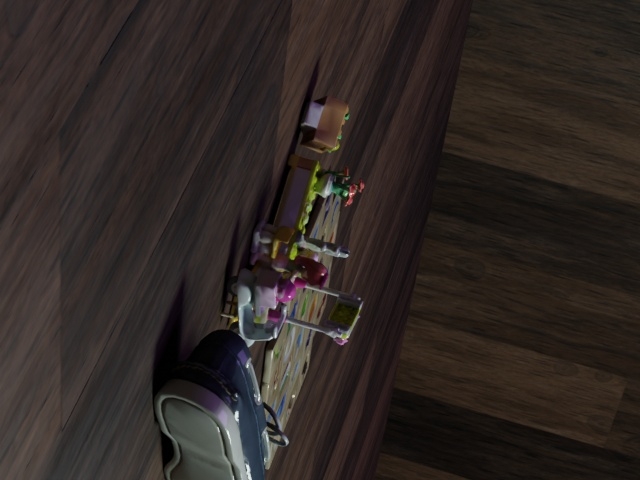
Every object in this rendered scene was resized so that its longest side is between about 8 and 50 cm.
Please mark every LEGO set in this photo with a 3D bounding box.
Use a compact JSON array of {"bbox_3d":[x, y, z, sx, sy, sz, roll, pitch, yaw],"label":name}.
[{"bbox_3d":[0.000,0.000,1.607,0.132,0.107,0.287,98,10,-46],"label":"LEGO set"}]

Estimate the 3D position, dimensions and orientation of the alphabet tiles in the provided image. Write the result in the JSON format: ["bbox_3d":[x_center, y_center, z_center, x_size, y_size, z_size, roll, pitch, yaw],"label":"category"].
[{"bbox_3d":[-0.026,0.097,2.008,0.343,0.011,0.285,98,10,-46],"label":"alphabet tiles"}]

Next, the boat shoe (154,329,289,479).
[{"bbox_3d":[-0.080,0.159,1.416,0.079,0.095,0.254,-58,156,-28],"label":"boat shoe"}]
